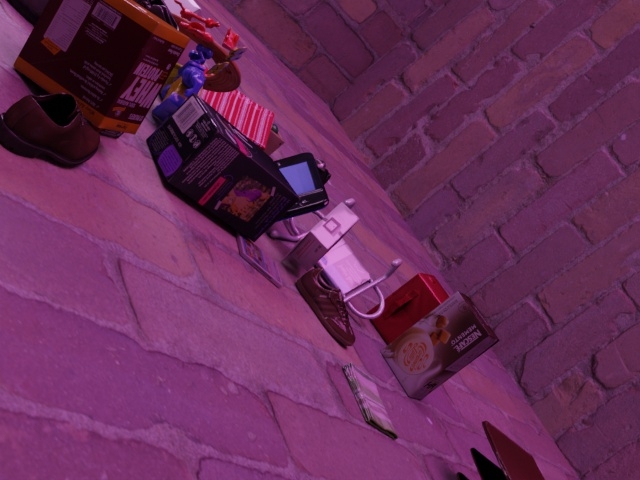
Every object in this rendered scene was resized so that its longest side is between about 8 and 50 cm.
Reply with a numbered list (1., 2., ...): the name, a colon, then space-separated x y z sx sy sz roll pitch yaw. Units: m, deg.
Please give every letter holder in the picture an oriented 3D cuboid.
1. letter holder: 0.390 0.559 1.771 0.214 0.152 0.302 41 15 -30

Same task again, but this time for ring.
1. ring: -0.331 -0.452 1.960 0.336 0.032 0.336 24 -14 6

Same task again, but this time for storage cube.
1. storage cube: 0.269 0.218 2.237 0.193 0.183 0.215 55 13 17

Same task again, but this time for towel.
1. towel: -0.245 -0.362 2.235 0.274 0.031 0.199 34 31 -15
2. towel: 0.105 0.325 1.722 0.113 0.023 0.152 39 17 -41

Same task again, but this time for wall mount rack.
1. wall mount rack: 0.027 0.042 2.056 0.304 0.130 0.350 -26 73 -39

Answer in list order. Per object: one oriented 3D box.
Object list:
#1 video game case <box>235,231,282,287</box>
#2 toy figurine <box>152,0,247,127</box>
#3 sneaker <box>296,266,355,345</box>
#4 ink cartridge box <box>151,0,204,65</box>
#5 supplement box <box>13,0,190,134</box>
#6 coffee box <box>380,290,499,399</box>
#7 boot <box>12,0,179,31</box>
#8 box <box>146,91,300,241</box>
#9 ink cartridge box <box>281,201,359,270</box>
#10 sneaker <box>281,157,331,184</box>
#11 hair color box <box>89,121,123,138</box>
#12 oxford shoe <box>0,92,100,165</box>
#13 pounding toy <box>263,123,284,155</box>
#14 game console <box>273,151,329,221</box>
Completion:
1. video game case: -0.127 0.039 1.751 0.122 0.011 0.087 43 15 -32
2. toy figurine: -0.334 -0.333 1.841 0.191 0.217 0.362 29 -23 -26
3. sneaker: 0.027 0.144 1.852 0.188 0.071 0.066 51 12 3
4. ink cartridge box: -0.421 -0.597 2.120 0.289 0.121 0.211 50 -11 8
5. supplement box: -0.362 -0.313 1.407 0.191 0.194 0.129 35 10 11
6. coffee box: 0.290 0.257 2.050 0.141 0.246 0.098 58 15 28
7. boot: -0.444 -0.474 1.617 0.338 0.222 0.118 47 14 -19
8. box: -0.194 -0.145 1.715 0.270 0.143 0.165 38 12 -45
9. ink cartridge box: 0.000 0.000 1.917 0.060 0.104 0.180 45 46 3
10. sneaker: -0.041 -0.217 2.574 0.078 0.106 0.234 57 14 29
11. hair color box: -0.409 -0.254 1.528 0.141 0.043 0.072 54 12 10
12. oxford shoe: -0.382 -0.169 1.262 0.083 0.096 0.227 50 11 6
13. pounding toy: -0.215 -0.356 2.387 0.206 0.094 0.181 33 22 -56
14. game console: -0.135 -0.178 2.008 0.293 0.250 0.173 -107 -178 -59
